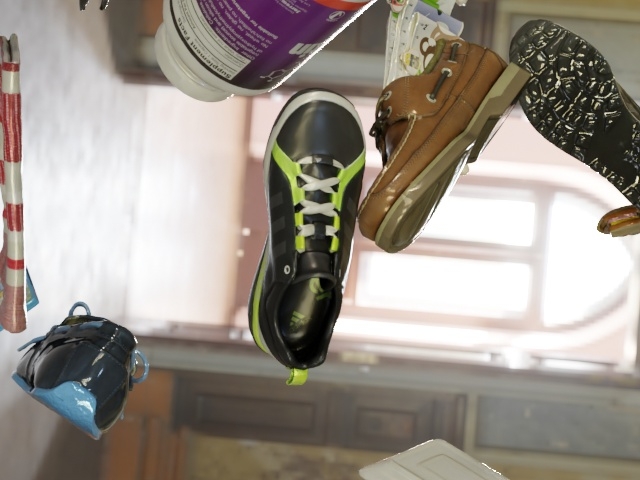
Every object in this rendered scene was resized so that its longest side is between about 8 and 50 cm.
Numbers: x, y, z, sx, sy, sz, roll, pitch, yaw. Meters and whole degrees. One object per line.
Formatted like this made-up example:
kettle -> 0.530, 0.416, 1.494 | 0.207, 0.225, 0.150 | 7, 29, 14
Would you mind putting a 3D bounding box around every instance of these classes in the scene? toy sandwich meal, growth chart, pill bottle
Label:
toy sandwich meal -> 0.372, -0.018, 1.714 | 0.085, 0.085, 0.029 | 88, -6, -66
growth chart -> 0.130, -0.200, 1.698 | 0.172, 0.021, 0.237 | 4, 86, -44
pill bottle -> -0.060, -0.286, 1.632 | 0.323, 0.181, 0.181 | -35, -140, 48

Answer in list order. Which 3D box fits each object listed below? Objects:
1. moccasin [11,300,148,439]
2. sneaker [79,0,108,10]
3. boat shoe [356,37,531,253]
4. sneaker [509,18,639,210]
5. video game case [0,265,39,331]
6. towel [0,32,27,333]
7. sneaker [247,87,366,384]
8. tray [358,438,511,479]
moccasin -> -0.239, 0.141, 1.513 | 0.117, 0.138, 0.342 | -56, -164, -12
sneaker -> -0.264, -0.357, 1.640 | 0.089, 0.051, 0.170 | 157, -75, -66
boat shoe -> 0.093, -0.096, 1.348 | 0.307, 0.104, 0.111 | -48, 169, -50
sneaker -> 0.310, -0.142, 1.623 | 0.107, 0.283, 0.124 | -41, -164, 13
video game case -> -0.485, 0.083, 2.127 | 0.015, 0.119, 0.166 | 54, 0, -35
towel -> -0.385, -0.077, 1.759 | 0.237, 0.037, 0.329 | -129, -141, -69
sneaker -> 0.000, 0.000, 1.122 | 0.097, 0.084, 0.234 | -133, -133, -64
tray -> 0.187, 0.307, 1.697 | 0.145, 0.270, 0.030 | -15, 120, -41
